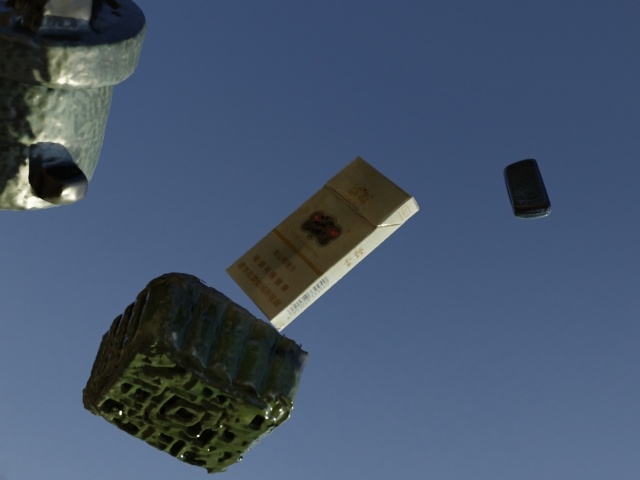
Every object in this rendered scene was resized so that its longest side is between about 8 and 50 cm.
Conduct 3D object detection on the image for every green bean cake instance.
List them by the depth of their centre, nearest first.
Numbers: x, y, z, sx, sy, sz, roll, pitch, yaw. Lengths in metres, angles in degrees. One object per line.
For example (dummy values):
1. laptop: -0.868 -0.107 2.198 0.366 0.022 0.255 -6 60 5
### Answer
1. green bean cake: -0.128 0.138 0.996 0.181 0.094 0.173 33 -47 -16

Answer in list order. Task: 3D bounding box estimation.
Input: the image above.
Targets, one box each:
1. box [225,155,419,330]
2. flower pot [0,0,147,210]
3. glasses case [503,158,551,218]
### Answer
1. box: 0.000 0.000 0.917 0.090 0.167 0.024 42 -9 46
2. flower pot: -0.330 -0.197 1.025 0.299 0.299 0.282 35 -62 28
3. glasses case: 0.186 -0.044 0.913 0.034 0.083 0.023 -13 -57 10
